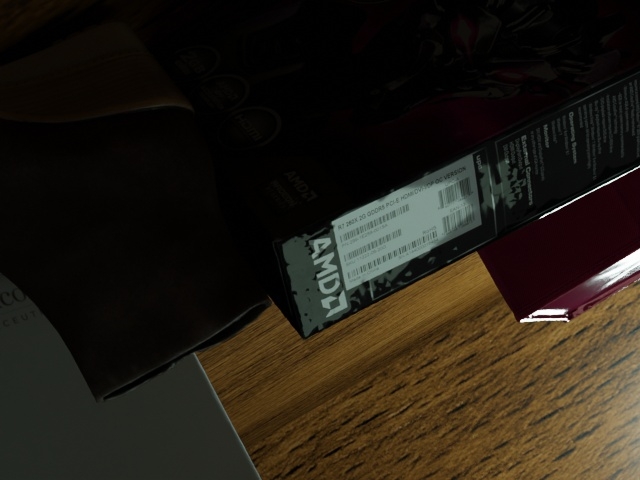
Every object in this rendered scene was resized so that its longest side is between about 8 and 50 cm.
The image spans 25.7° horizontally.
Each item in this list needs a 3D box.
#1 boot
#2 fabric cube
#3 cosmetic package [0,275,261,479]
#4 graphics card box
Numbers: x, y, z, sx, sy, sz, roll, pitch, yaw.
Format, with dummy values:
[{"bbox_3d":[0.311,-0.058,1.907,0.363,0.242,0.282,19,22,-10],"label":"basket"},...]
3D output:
[{"bbox_3d":[-0.175,0.003,0.831,0.248,0.207,0.090,-26,168,4],"label":"boot"},{"bbox_3d":[0.236,-0.098,1.244,0.259,0.258,0.254,-33,168,14],"label":"fabric cube"},{"bbox_3d":[-0.180,0.243,1.196,0.230,0.453,0.161,-20,164,-38],"label":"cosmetic package"},{"bbox_3d":[0.087,-0.106,0.940,0.371,0.233,0.094,-27,134,-13],"label":"graphics card box"}]
